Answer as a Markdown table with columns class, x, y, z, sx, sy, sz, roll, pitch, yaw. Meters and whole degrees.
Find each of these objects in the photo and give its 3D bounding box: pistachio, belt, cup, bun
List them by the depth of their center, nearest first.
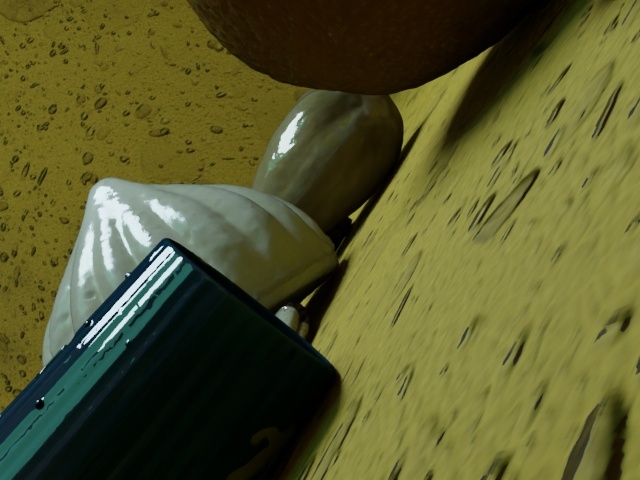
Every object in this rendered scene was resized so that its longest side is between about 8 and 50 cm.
| class | x | y | z | sx | sy | sz | roll | pitch | yaw |
| --- | --- | --- | --- | --- | --- | --- | --- | --- | --- |
| cup | -0.078 | 0.093 | 0.522 | 0.155 | 0.131 | 0.176 | -52 | -9 | -1 |
| bun | -0.129 | 0.028 | 0.836 | 0.263 | 0.175 | 0.263 | -36 | -7 | -5 |
| pistachio | 0.000 | -0.070 | 0.949 | 0.185 | 0.108 | 0.126 | -50 | 10 | -9 |
| belt | 0.000 | 0.000 | 1.000 | 0.059 | 0.036 | 0.083 | -52 | 6 | 47 |

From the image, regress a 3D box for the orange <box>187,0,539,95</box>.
| class | x | y | z | sx | sy | sz | roll | pitch | yaw |
| --- | --- | --- | --- | --- | --- | --- | --- | --- | --- |
| orange | 0.025 | -0.262 | 0.651 | 0.322 | 0.322 | 0.357 | -59 | -10 | -37 |

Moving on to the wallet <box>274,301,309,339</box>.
| class | x | y | z | sx | sy | sz | roll | pitch | yaw |
| --- | --- | --- | --- | --- | --- | --- | --- | --- | --- |
| wallet | -0.130 | 0.193 | 0.745 | 0.335 | 0.068 | 0.275 | -52 | 3 | 43 |
